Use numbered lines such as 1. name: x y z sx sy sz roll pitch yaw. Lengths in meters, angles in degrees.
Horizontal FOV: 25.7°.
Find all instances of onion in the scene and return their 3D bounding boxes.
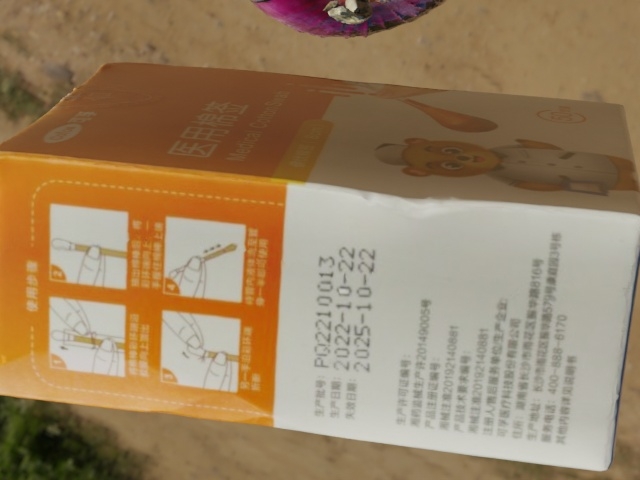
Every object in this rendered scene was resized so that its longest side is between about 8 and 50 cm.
1. onion: 0.053 -0.336 1.575 0.230 0.273 0.256 13 170 -33

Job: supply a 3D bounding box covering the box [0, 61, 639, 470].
1. box: 0.000 0.000 0.798 0.341 0.225 0.144 5 111 7
